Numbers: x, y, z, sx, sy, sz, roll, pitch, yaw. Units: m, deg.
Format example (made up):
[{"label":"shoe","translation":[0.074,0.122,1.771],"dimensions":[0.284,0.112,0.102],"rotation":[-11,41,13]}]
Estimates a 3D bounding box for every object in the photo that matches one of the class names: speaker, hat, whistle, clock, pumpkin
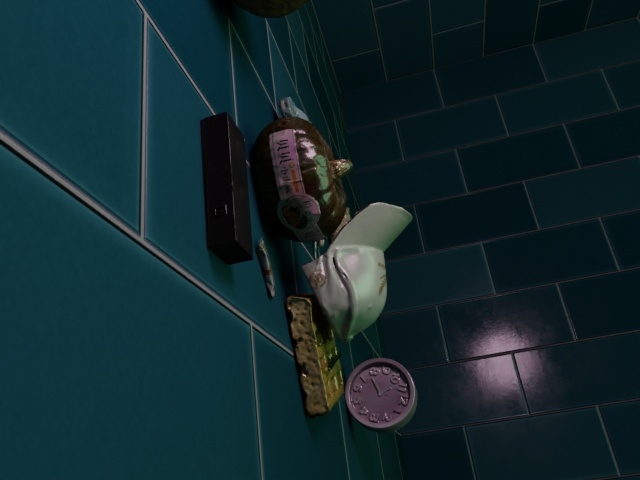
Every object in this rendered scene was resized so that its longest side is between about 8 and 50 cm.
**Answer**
[{"label":"speaker","translation":[-0.140,-0.079,0.835],"dimensions":[0.082,0.044,0.218],"rotation":[58,22,-65]},{"label":"hat","translation":[0.107,0.067,1.208],"dimensions":[0.168,0.301,0.258],"rotation":[43,-2,17]},{"label":"whistle","translation":[-0.052,-0.281,1.504],"dimensions":[0.274,0.093,0.186],"rotation":[56,24,-58]},{"label":"clock","translation":[0.171,0.434,1.561],"dimensions":[0.068,0.197,0.196],"rotation":[64,17,-56]},{"label":"pumpkin","translation":[-0.025,-0.128,1.144],"dimensions":[0.260,0.190,0.260],"rotation":[-12,90,-83]}]

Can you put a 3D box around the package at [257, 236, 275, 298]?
[{"label":"package","translation":[-0.098,0.050,1.010],"dimensions":[0.037,0.015,0.110],"rotation":[-88,165,-75]}]

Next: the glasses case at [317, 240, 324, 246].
[{"label":"glasses case","translation":[0.000,0.000,1.605],"dimensions":[0.083,0.021,0.032],"rotation":[-130,-133,-82]}]

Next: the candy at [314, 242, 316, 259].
[{"label":"candy","translation":[-0.016,-0.035,1.574],"dimensions":[0.055,0.049,0.184],"rotation":[40,46,-64]}]

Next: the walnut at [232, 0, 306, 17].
[{"label":"walnut","translation":[-0.104,-0.599,1.094],"dimensions":[0.313,0.252,0.277],"rotation":[-43,109,-84]}]

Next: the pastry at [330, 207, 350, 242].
[{"label":"pastry","translation":[0.080,0.011,1.910],"dimensions":[0.121,0.089,0.258],"rotation":[67,15,-63]}]

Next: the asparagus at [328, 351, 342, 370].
[{"label":"asparagus","translation":[0.031,0.255,1.180],"dimensions":[0.013,0.016,0.166],"rotation":[37,6,8]}]

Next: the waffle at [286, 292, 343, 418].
[{"label":"waffle","translation":[-0.006,0.234,1.194],"dimensions":[0.221,0.055,0.247],"rotation":[16,61,-79]}]
